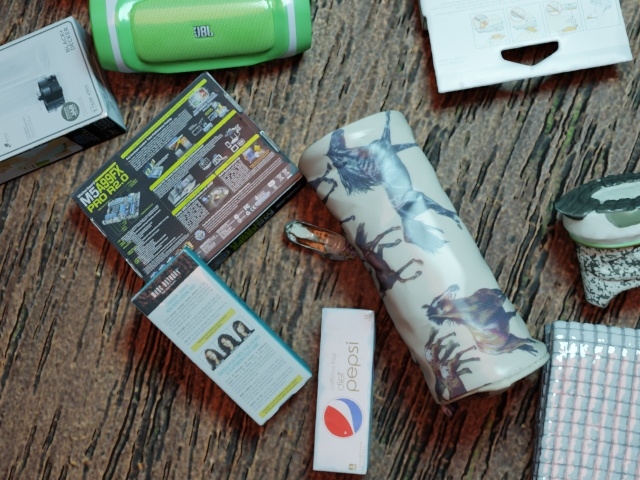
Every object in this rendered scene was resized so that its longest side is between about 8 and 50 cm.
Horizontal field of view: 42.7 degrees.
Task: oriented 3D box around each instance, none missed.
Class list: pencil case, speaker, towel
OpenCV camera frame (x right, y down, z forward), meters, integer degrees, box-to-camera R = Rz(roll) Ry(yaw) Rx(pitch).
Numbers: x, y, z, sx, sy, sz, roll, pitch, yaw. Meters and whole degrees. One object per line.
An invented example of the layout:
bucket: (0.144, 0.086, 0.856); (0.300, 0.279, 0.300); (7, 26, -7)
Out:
pencil case: (0.128, 0.017, 1.076); (0.160, 0.183, 0.410); (-29, 78, -3)
speaker: (-0.166, -0.310, 1.158); (0.296, 0.131, 0.131); (-7, 81, -5)
towel: (0.389, 0.254, 1.045); (0.235, 0.121, 0.284); (7, 82, 6)

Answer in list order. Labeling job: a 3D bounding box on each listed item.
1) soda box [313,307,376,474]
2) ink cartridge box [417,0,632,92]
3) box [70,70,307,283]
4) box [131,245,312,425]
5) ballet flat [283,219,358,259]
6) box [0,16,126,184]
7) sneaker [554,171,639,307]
soda box: (0.035, 0.202, 1.113); (0.074, 0.069, 0.216); (2, 82, 7)
ink cartridge box: (0.280, -0.337, 1.165); (0.275, 0.060, 0.239); (-9, 82, 4)
box: (-0.188, -0.074, 1.180); (0.270, 0.060, 0.216); (-43, 80, -1)
box: (-0.132, 0.128, 1.112); (0.100, 0.060, 0.244); (-44, 97, -1)
ballet flat: (0.000, 0.000, 1.159); (0.114, 0.041, 0.041); (18, 85, 8)
box: (-0.456, -0.190, 1.211); (0.290, 0.087, 0.169); (-23, 81, 2)
sneaker: (0.517, -0.002, 1.080); (0.410, 0.158, 0.182); (-6, 113, 4)
